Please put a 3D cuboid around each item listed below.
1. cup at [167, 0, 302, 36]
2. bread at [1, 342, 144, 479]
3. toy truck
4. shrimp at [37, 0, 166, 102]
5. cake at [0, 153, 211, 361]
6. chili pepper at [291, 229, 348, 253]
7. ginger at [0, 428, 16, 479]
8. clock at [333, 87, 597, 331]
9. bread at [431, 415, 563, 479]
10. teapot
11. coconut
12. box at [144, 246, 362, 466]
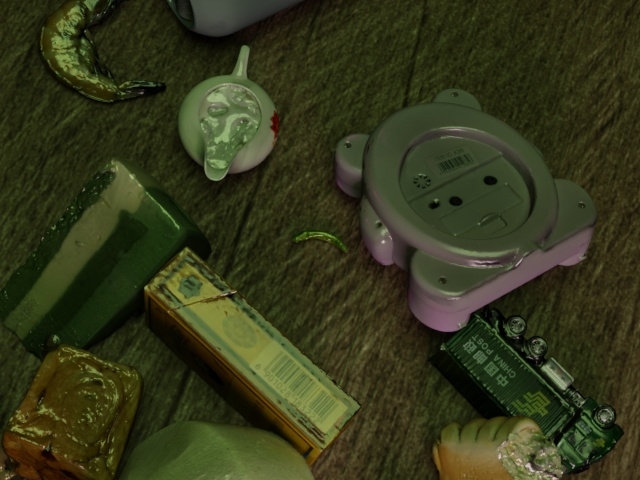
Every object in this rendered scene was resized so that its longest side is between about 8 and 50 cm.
[{"bbox_3d":[-0.081,-0.436,1.743,0.312,0.205,0.205,-29,78,-16],"label":"cup"},{"bbox_3d":[-0.310,0.232,1.505,0.149,0.143,0.158,19,59,-7],"label":"bread"},{"bbox_3d":[0.286,0.211,1.641,0.121,0.088,0.259,-41,80,-19],"label":"toy truck"},{"bbox_3d":[-0.281,-0.314,1.762,0.198,0.051,0.262,38,73,-2],"label":"shrimp"},{"bbox_3d":[-0.297,0.025,1.578,0.283,0.172,0.158,-40,79,-16],"label":"cake"},{"bbox_3d":[0.000,0.000,1.707,0.083,0.017,0.030,7,72,-3],"label":"chili pepper"},{"bbox_3d":[-0.398,0.327,1.523,0.069,0.051,0.173,-20,77,-18],"label":"ginger"},{"bbox_3d":[0.192,-0.058,1.675,0.295,0.113,0.322,-27,59,-19],"label":"clock"},{"bbox_3d":[0.230,0.287,1.570,0.084,0.177,0.119,-32,108,-46],"label":"bread"},{"bbox_3d":[-0.131,-0.173,1.707,0.145,0.092,0.226,11,69,-7],"label":"teapot"},{"bbox_3d":[-0.137,0.335,1.436,0.266,0.237,0.237,8,63,-51],"label":"coconut"},{"bbox_3d":[-0.095,0.159,1.545,0.301,0.193,0.084,42,70,7],"label":"box"}]
